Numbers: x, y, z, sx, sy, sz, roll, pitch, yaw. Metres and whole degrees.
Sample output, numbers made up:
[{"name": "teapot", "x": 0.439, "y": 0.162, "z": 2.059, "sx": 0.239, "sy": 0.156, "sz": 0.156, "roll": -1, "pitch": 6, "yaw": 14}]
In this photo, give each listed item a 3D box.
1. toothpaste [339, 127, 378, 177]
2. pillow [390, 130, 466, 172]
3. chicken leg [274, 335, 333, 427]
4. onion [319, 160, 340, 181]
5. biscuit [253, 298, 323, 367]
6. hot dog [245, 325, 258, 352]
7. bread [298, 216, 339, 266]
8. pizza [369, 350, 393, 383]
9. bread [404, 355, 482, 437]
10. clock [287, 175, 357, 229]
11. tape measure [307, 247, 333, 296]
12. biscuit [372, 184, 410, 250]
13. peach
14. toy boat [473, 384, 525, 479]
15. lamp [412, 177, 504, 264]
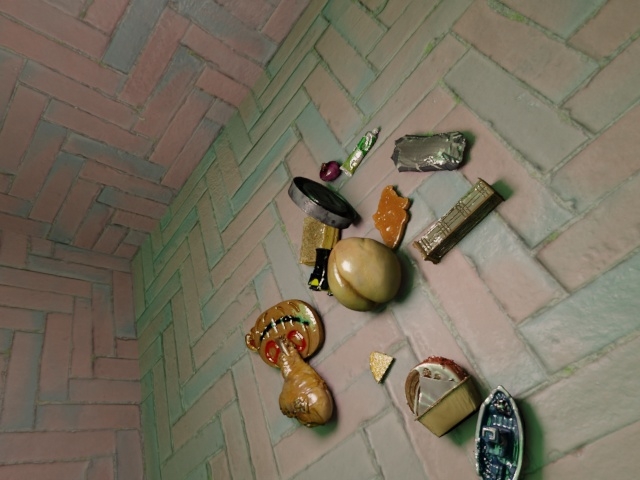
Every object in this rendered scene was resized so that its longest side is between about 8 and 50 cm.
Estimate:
[{"name": "toothpaste", "x": 0.183, "y": -0.407, "z": 1.934, "sx": 0.078, "sy": 0.047, "sz": 0.248, "roll": 44, "pitch": 111, "yaw": 19}, {"name": "pillow", "x": 0.401, "y": -0.339, "z": 1.635, "sx": 0.335, "sy": 0.093, "sz": 0.161, "roll": 8, "pitch": 76, "yaw": 49}, {"name": "chicken leg", "x": -0.113, "y": 0.592, "z": 1.749, "sx": 0.409, "sy": 0.182, "sz": 0.295, "roll": 59, "pitch": 138, "yaw": 27}, {"name": "onion", "x": 0.039, "y": -0.333, "z": 2.018, "sx": 0.115, "sy": 0.104, "sz": 0.115, "roll": -31, "pitch": 38, "yaw": 28}, {"name": "biscuit", "x": -0.148, "y": 0.433, "z": 1.879, "sx": 0.368, "sy": 0.063, "sz": 0.313, "roll": -31, "pitch": 71, "yaw": 28}, {"name": "hot dog", "x": -0.280, "y": 0.497, "z": 2.059, "sx": 0.253, "sy": 0.069, "sz": 0.131, "roll": 16, "pitch": 87, "yaw": 48}, {"name": "bread", "x": 0.000, "y": 0.000, "z": 1.926, "sx": 0.184, "sy": 0.111, "sz": 0.234, "roll": -11, "pitch": 67, "yaw": 52}, {"name": "pizza", "x": 0.230, "y": 0.456, "z": 1.558, "sx": 0.109, "sy": 0.026, "sz": 0.122, "roll": -34, "pitch": 50, "yaw": 31}, {"name": "bread", "x": 0.372, "y": 0.474, "z": 1.325, "sx": 0.224, "sy": 0.142, "sz": 0.211, "roll": -50, "pitch": 59, "yaw": 21}, {"name": "clock", "x": 0.007, "y": -0.163, "z": 1.823, "sx": 0.066, "sy": 0.319, "sz": 0.319, "roll": -57, "pitch": 43, "yaw": 20}, {"name": "tape measure", "x": 0.048, "y": 0.131, "z": 1.765, "sx": 0.112, "sy": 0.186, "sz": 0.198, "roll": 15, "pitch": 90, "yaw": 54}, {"name": "biscuit", "x": 0.286, "y": -0.092, "z": 1.702, "sx": 0.183, "sy": 0.043, "sz": 0.280, "roll": -22, "pitch": 64, "yaw": 44}, {"name": "peach", "x": 0.157, "y": 0.122, "z": 1.603, "sx": 0.292, "sy": 0.248, "sz": 0.292, "roll": 21, "pitch": 118, "yaw": 48}, {"name": "toy boat", "x": 0.483, "y": 0.554, "z": 1.158, "sx": 0.129, "sy": 0.143, "sz": 0.308, "roll": -3, "pitch": 72, "yaw": 45}, {"name": "lamp", "x": 0.468, "y": -0.061, "z": 1.457, "sx": 0.325, "sy": 0.090, "sz": 0.089, "roll": -50, "pitch": 46, "yaw": 23}]
